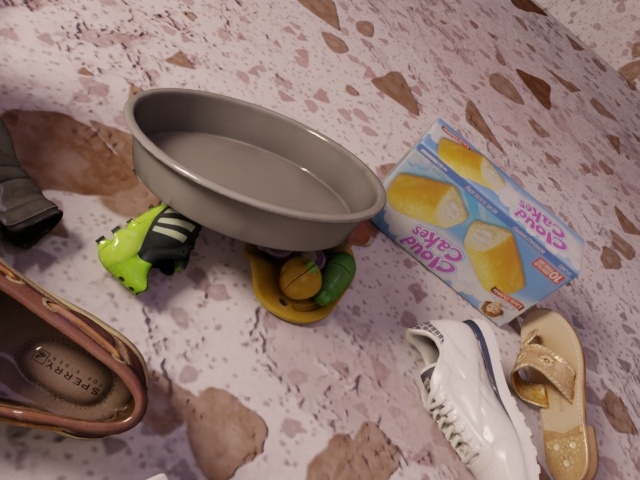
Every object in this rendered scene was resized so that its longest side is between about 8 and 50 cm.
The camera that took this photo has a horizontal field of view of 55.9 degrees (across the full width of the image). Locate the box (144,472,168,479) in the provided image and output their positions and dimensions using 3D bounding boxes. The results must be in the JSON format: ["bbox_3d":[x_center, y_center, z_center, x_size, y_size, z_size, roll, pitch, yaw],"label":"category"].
[{"bbox_3d":[-0.151,0.264,0.337,0.181,0.119,0.181,-11,63,-43],"label":"box"}]

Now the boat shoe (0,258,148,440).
[{"bbox_3d":[-0.271,0.045,0.407,0.342,0.123,0.123,34,74,-15],"label":"boat shoe"}]

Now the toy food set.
[{"bbox_3d":[0.000,0.000,0.717,0.128,0.071,0.218,40,41,-2],"label":"toy food set"}]

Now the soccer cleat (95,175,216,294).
[{"bbox_3d":[-0.153,-0.009,0.628,0.072,0.060,0.179,57,39,-11],"label":"soccer cleat"}]

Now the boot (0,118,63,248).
[{"bbox_3d":[-0.349,-0.040,0.487,0.247,0.083,0.161,-24,78,-44],"label":"boot"}]

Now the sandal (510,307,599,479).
[{"bbox_3d":[0.282,0.179,0.764,0.079,0.088,0.240,22,49,-29],"label":"sandal"}]

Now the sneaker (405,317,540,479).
[{"bbox_3d":[0.164,0.196,0.677,0.095,0.090,0.235,2,49,-20],"label":"sneaker"}]

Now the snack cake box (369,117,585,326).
[{"bbox_3d":[0.206,-0.020,0.831,0.264,0.152,0.089,39,41,-2],"label":"snack cake box"}]

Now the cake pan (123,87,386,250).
[{"bbox_3d":[-0.071,-0.081,0.662,0.293,0.054,0.293,19,26,-10],"label":"cake pan"}]
